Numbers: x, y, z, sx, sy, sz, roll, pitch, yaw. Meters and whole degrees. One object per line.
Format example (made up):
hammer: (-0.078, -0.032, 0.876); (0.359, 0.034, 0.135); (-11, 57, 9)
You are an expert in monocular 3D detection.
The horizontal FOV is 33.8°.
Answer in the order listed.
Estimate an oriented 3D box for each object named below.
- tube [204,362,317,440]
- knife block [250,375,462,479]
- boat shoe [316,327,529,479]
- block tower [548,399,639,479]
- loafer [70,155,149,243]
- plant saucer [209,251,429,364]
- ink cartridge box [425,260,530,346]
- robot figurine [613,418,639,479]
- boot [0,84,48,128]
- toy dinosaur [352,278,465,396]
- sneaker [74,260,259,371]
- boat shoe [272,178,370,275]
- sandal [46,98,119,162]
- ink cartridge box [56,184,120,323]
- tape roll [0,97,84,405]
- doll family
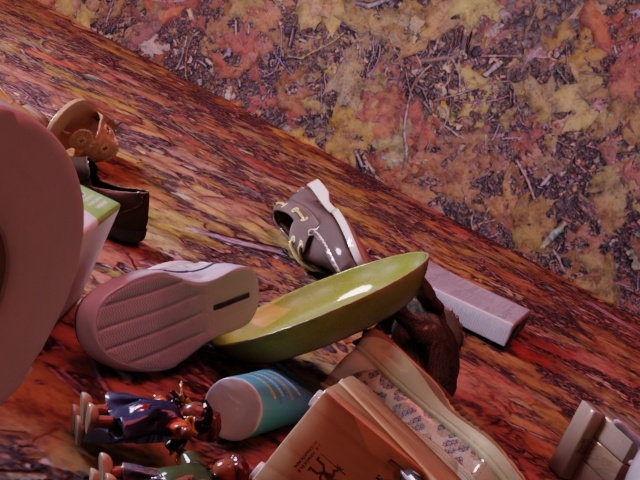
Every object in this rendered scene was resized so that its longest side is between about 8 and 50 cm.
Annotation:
tube: (-0.043, 0.144, 0.963); (0.080, 0.052, 0.207); (42, 8, 14)
knife block: (0.074, 0.211, 0.758); (0.242, 0.088, 0.275); (40, 1, 8)
boat shoe: (0.113, 0.201, 0.939); (0.285, 0.089, 0.104); (45, -5, 35)
block tower: (0.434, 0.286, 1.226); (0.335, 0.091, 0.097); (20, 11, -22)
loafer: (-0.307, -0.073, 1.296); (0.220, 0.078, 0.080); (24, 11, -10)
plant saucer: (0.004, 0.073, 1.079); (0.241, 0.241, 0.037); (-49, 118, -79)
ink cartridge box: (0.235, 0.099, 1.783); (0.224, 0.045, 0.223); (27, 11, 16)
robot figurine: (0.418, 0.278, 0.940); (0.353, 0.200, 0.300); (33, -25, 34)
boot: (-0.483, -0.186, 1.467); (0.197, 0.073, 0.152); (22, 15, -2)
toy dinosaur: (0.109, 0.123, 1.174); (0.160, 0.121, 0.313); (52, 16, -19)
sneaker: (-0.156, 0.069, 0.995); (0.091, 0.094, 0.258); (-1, 2, 26)
boat shoe: (0.000, 0.000, 1.598); (0.116, 0.096, 0.324); (65, -3, -26)
sandal: (-0.339, -0.158, 1.618); (0.079, 0.088, 0.240); (29, 5, 4)
ink cartridge box: (-0.335, -0.026, 0.916); (0.273, 0.115, 0.198); (25, 10, -4)
tape roll: (-0.276, 0.002, 0.575); (0.169, 0.246, 0.246); (30, 12, 22)
doll family: (-0.105, 0.144, 0.726); (0.111, 0.076, 0.193); (0, 26, -21)
